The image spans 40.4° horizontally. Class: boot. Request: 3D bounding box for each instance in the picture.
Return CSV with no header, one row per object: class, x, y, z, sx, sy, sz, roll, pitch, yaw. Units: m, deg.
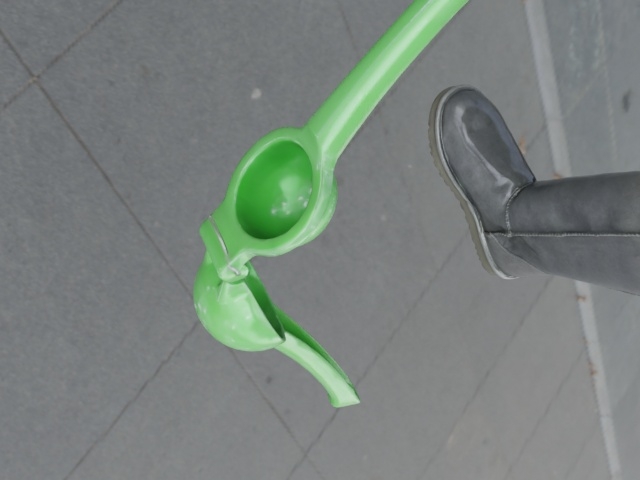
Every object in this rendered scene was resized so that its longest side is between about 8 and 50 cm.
boot,0.185,-0.039,0.649,0.076,0.208,0.189,-34,107,-19

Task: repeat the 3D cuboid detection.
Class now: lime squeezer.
lime squeezer,0.000,0.000,0.397,0.110,0.058,0.310,3,135,-11
